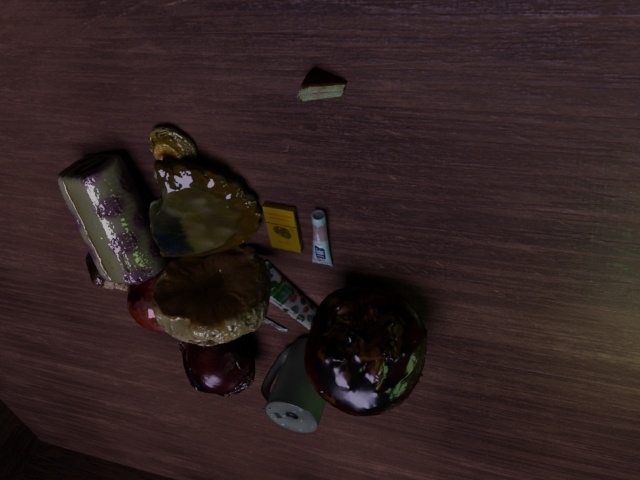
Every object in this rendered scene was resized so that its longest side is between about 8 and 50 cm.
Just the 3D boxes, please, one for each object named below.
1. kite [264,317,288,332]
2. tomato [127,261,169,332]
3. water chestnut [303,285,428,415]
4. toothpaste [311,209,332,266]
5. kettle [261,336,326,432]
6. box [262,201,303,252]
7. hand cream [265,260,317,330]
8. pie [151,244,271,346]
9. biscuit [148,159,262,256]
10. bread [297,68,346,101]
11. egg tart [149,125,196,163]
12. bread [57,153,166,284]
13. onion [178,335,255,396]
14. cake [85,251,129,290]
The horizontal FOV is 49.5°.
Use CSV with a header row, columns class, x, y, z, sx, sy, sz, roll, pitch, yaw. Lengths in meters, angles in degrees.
class,x,y,z,sx,sy,sz,roll,pitch,yaw
kite,-0.239,0.205,2.134,0.314,0.011,0.335,32,143,-10
tomato,-0.471,0.164,2.050,0.184,0.208,0.208,26,144,-22
water chestnut,0.117,0.274,1.744,0.335,0.335,0.347,21,170,5
toothpaste,0.000,0.000,1.746,0.056,0.036,0.205,15,145,14
kettle,-0.073,0.424,2.099,0.240,0.255,0.165,-7,135,31
box,-0.094,-0.032,1.768,0.087,0.023,0.155,9,140,16
hand cream,-0.085,0.171,1.965,0.276,0.095,0.059,41,-177,-23
pie,-0.285,0.131,1.821,0.339,0.339,0.083,9,141,20
biscuit,-0.325,-0.071,1.738,0.329,0.078,0.335,-22,133,20
bread,-0.008,-0.309,1.373,0.062,0.109,0.043,59,149,29
egg tart,-0.363,-0.217,1.674,0.130,0.052,0.130,15,144,11
bread,-0.544,-0.054,1.830,0.187,0.155,0.338,7,125,42
onion,-0.312,0.394,2.240,0.281,0.221,0.281,29,171,5
cake,-0.639,0.094,2.074,0.112,0.135,0.246,24,156,-30
